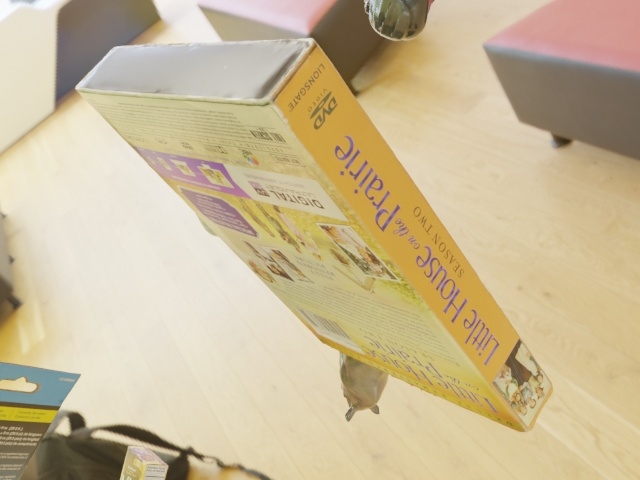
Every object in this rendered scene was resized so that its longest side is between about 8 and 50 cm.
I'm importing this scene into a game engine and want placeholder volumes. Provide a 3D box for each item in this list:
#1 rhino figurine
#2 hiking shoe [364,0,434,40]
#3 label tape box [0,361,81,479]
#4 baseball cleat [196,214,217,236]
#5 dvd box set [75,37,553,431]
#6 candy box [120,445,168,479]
[{"bbox_3d":[0.060,0.178,1.064,0.073,0.243,0.106,-13,48,-22],"label":"rhino figurine"},{"bbox_3d":[0.105,-0.213,0.473,0.086,0.114,0.227,107,-175,-69],"label":"hiking shoe"},{"bbox_3d":[-0.597,0.328,1.257,0.106,0.240,0.334,30,90,31],"label":"label tape box"},{"bbox_3d":[-0.132,-0.110,0.913,0.072,0.206,0.109,-6,9,-12],"label":"baseball cleat"},{"bbox_3d":[0.000,0.000,0.678,0.307,0.420,0.062,16,63,50],"label":"dvd box set"},{"bbox_3d":[-0.373,0.526,1.517,0.109,0.053,0.187,10,84,56],"label":"candy box"}]
